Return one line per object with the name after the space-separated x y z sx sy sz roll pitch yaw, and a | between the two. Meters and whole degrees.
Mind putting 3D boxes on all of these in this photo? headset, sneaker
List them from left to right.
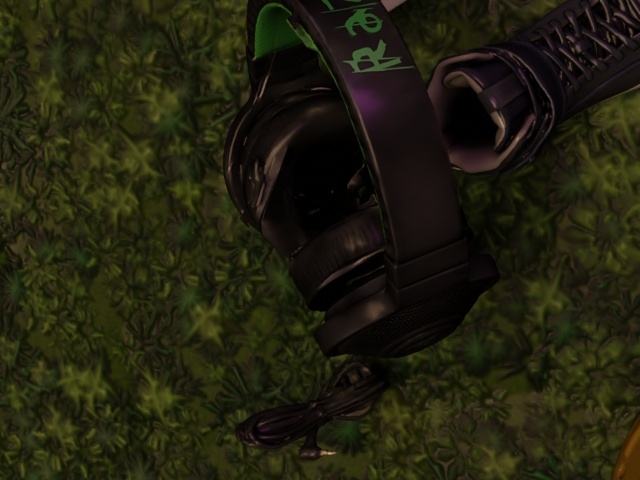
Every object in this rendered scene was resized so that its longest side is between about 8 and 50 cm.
0.000 0.000 0.920 0.394 0.185 0.243 82 162 -46 | headset
0.166 -0.122 0.880 0.226 0.163 0.086 -38 83 26 | sneaker

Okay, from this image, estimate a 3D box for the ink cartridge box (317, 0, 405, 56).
-0.006 -0.235 0.953 0.127 0.072 0.175 -29 109 28 | ink cartridge box

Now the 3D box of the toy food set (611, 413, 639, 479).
0.271 0.164 0.900 0.071 0.218 0.128 18 69 -6 | toy food set
